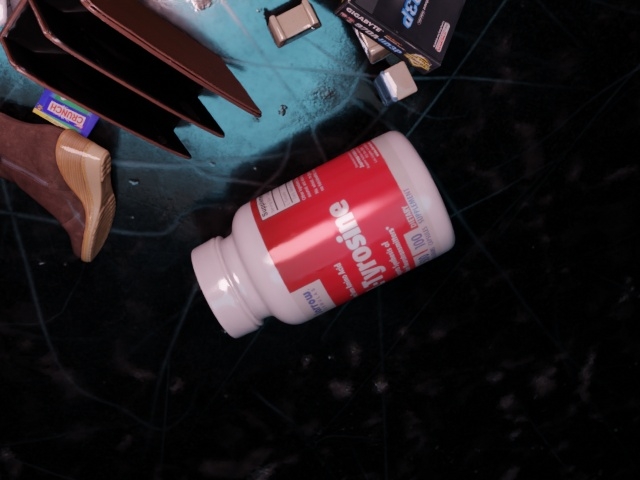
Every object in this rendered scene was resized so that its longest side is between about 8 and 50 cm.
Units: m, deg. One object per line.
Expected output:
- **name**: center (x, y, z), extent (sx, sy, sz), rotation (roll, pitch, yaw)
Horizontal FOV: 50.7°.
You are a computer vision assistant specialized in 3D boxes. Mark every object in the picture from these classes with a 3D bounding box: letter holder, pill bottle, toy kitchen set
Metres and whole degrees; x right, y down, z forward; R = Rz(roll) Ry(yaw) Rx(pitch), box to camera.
- **letter holder**: center (-0.257, -0.229, 0.952), extent (0.302, 0.214, 0.152), rotation (26, 109, -45)
- **pill bottle**: center (0.000, 0.000, 1.153), extent (0.408, 0.229, 0.229), rotation (-27, 116, 3)
- **toy kitchen set**: center (0.033, -0.295, 1.106), extent (0.166, 0.122, 0.207), rotation (-27, 96, 3)

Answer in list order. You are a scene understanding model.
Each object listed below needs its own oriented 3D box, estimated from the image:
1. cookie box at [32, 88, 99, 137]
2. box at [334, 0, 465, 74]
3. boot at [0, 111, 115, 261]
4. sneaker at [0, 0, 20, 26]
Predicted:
- **cookie box**: center (-0.390, -0.229, 1.080), extent (0.092, 0.040, 0.107), rotation (31, 107, -23)
- **box**: center (0.139, -0.394, 1.036), extent (0.175, 0.051, 0.220), rotation (29, 73, -20)
- **boot**: center (-0.453, -0.089, 1.123), extent (0.207, 0.090, 0.248), rotation (18, 128, 2)
- **sneaker**: center (-0.450, -0.427, 0.931), extent (0.366, 0.137, 0.210), rotation (-28, 117, 8)
